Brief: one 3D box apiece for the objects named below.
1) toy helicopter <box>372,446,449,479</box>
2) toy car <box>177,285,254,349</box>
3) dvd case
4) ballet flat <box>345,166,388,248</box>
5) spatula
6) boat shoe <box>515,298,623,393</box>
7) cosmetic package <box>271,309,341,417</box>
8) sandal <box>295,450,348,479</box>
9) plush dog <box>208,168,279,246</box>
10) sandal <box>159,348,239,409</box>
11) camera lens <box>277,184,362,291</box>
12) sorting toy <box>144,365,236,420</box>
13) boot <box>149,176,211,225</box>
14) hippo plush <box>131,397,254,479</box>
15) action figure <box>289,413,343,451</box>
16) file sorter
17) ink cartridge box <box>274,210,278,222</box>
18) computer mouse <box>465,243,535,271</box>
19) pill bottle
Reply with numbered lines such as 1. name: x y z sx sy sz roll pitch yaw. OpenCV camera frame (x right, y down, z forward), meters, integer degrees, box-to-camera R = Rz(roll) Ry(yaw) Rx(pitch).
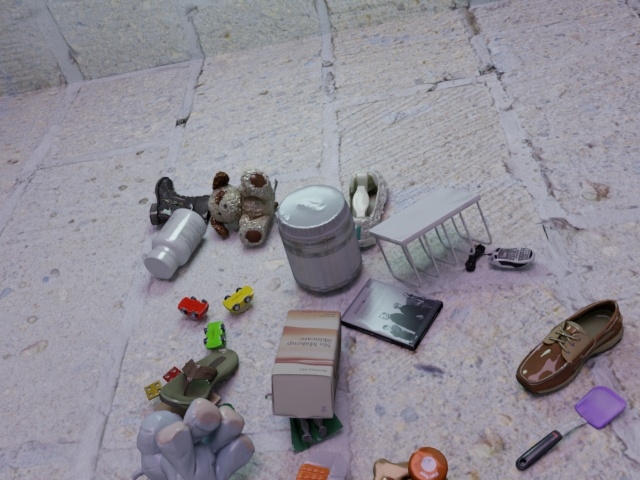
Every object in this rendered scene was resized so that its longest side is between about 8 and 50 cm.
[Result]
1. toy helicopter: 0.115 0.577 1.410 0.355 0.140 0.234 -4 53 1
2. toy car: -0.308 0.243 1.986 0.239 0.053 0.224 -12 41 5
3. dvd case: 0.199 0.204 1.895 0.239 0.029 0.179 16 50 32
4. ballet flat: 0.149 -0.146 2.222 0.147 0.146 0.408 -6 41 10
5. spatula: 0.561 0.431 1.532 0.297 0.030 0.084 -29 42 -15
6. boat shoe: 0.612 0.247 1.653 0.324 0.119 0.123 -32 43 -19
7. cosmetic package: -0.029 0.304 1.704 0.153 0.129 0.296 1 25 4
8. sandal: -0.028 0.590 1.491 0.102 0.076 0.265 21 48 14
9. plush dog: -0.273 -0.124 2.288 0.226 0.262 0.210 6 11 9
10. sandal: -0.321 0.347 1.774 0.120 0.086 0.303 14 24 18
11. camera lens: 0.000 0.000 1.994 0.220 0.274 0.219 -8 41 7
12. sorting toy: -0.353 0.441 1.784 0.275 0.046 0.132 24 54 35
13. boot: -0.491 -0.141 2.458 0.229 0.091 0.262 -4 46 4
14. hippo plush: -0.312 0.510 1.607 0.234 0.294 0.237 -15 7 -40
15. action figure: -0.043 0.412 1.717 0.137 0.063 0.232 -23 38 -4
16. file sorter: 0.325 -0.009 1.956 0.278 0.173 0.193 -30 19 -16
17. ink cartridge box: -0.078 -0.060 2.242 0.115 0.067 0.198 -23 41 -9
18. computer mouse: 0.526 0.055 1.956 0.193 0.042 0.106 3 39 28
19. pill bottle: -0.485 0.013 2.236 0.131 0.131 0.229 6 45 22
